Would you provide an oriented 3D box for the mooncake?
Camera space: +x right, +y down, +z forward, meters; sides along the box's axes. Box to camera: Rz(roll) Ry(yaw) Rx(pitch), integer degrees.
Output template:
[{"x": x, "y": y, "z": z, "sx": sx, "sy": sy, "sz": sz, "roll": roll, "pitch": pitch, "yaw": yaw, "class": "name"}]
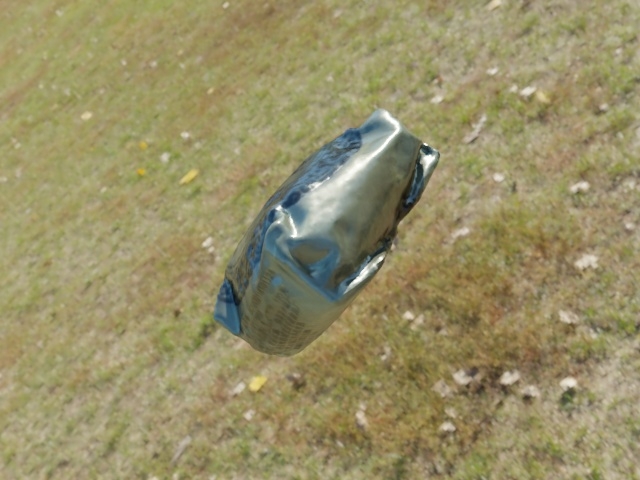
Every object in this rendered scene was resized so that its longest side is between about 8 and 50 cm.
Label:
[{"x": -0.005, "y": -0.003, "z": 0.970, "sx": 0.250, "sy": 0.136, "sz": 0.254, "roll": -53, "pitch": 1, "yaw": -37, "class": "mooncake"}]
